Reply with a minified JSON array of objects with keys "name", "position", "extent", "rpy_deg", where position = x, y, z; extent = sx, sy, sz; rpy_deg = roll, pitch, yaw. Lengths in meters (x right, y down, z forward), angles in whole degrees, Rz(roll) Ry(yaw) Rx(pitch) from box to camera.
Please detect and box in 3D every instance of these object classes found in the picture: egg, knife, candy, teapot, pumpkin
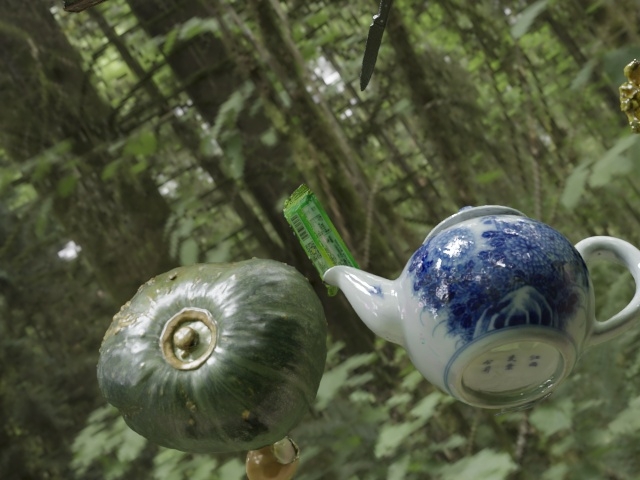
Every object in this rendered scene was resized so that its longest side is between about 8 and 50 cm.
[{"name":"egg","position":[-0.077,0.341,1.716],"extent":[0.096,0.080,0.080],"rpy_deg":[-48,-17,32]},{"name":"knife","position":[0.076,-0.282,1.538],"extent":[0.010,0.023,0.170],"rpy_deg":[-70,-5,-59]},{"name":"candy","position":[0.001,-0.001,1.791],"extent":[0.032,0.178,0.102],"rpy_deg":[-29,-4,-33]},{"name":"teapot","position":[0.217,0.061,1.430],"extent":[0.423,0.280,0.252],"rpy_deg":[-6,-43,-3]},{"name":"pumpkin","position":[-0.153,0.162,1.604],"extent":[0.327,0.292,0.257],"rpy_deg":[5,-25,23]}]

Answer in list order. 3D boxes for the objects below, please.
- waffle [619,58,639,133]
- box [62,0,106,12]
[{"name":"waffle","position":[0.588,-0.218,1.758],"extent":[0.262,0.281,0.060],"rpy_deg":[15,-33,-17]},{"name":"box","position":[-0.392,-0.425,1.869],"extent":[0.084,0.063,0.060],"rpy_deg":[-18,2,15]}]
